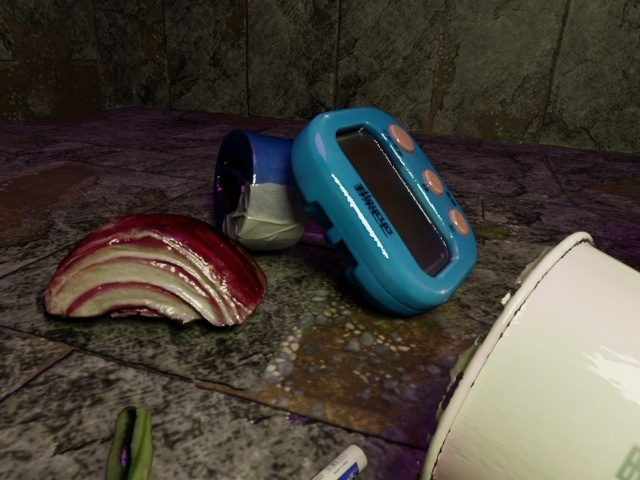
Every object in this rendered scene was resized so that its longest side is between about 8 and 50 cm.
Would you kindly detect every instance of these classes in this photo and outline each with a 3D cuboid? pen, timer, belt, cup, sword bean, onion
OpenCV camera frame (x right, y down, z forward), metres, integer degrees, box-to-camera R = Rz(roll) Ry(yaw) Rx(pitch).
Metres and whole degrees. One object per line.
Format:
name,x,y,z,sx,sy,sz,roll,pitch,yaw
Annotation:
pen,0.000,0.000,0.921,0.218,0.026,0.026,9,24,16
timer,0.108,-0.057,0.747,0.115,0.340,0.309,-36,-5,37
belt,-0.128,-0.101,0.881,0.117,0.213,0.347,7,11,-24
pen,-0.031,0.230,0.366,0.025,0.025,0.204,22,30,38
cup,0.244,0.159,0.311,0.253,0.253,0.274,-18,37,-41
sword bean,-0.162,0.229,0.335,0.043,0.038,0.269,5,23,-10
onion,-0.240,0.018,0.699,0.314,0.146,0.280,-3,19,-3
